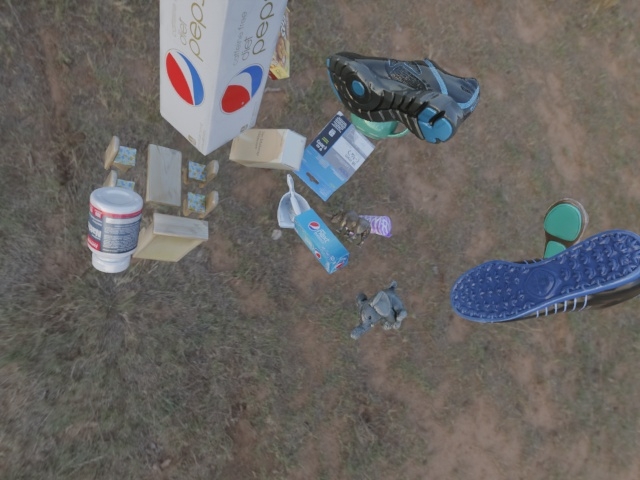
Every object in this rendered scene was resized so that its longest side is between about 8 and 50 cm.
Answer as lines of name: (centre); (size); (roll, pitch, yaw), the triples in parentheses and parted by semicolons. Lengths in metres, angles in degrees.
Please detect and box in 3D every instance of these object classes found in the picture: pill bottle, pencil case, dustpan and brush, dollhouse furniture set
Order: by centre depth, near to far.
pill bottle: (-0.471, -0.021, 0.995); (0.108, 0.108, 0.180); (6, 120, -25)
dollhouse furniture set: (-0.519, -0.156, 1.484); (0.362, 0.256, 0.393); (9, 66, -37)
dustpan and brush: (-0.103, -0.148, 1.615); (0.147, 0.060, 0.211); (2, 56, -34)
pencil case: (0.197, -0.060, 1.819); (0.086, 0.206, 0.088); (-27, 111, -38)

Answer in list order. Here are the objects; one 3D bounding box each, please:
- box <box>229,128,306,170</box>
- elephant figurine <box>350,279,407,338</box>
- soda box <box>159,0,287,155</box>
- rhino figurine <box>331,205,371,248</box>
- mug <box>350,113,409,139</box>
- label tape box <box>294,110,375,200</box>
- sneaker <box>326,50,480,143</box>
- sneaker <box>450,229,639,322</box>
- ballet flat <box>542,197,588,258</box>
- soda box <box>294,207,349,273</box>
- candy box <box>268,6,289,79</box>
box: (-0.222, -0.381, 1.816); (0.121, 0.311, 0.147); (14, 87, -53)
elephant figurine: (0.206, 0.260, 1.659); (0.240, 0.169, 0.186); (14, 34, -40)
soda box: (-0.084, -0.173, 0.364); (0.069, 0.216, 0.074); (43, 57, 7)
rhino figurine: (0.115, -0.068, 1.738); (0.073, 0.243, 0.106); (28, 99, -39)
mug: (0.151, -0.321, 1.146); (0.130, 0.157, 0.097); (10, 119, -30)
label tape box: (0.057, -0.385, 2.011); (0.241, 0.106, 0.333); (42, 76, -12)
sneaker: (0.160, -0.316, 0.905); (0.341, 0.125, 0.139); (35, 69, 26)
sneaker: (0.273, 0.057, 0.519); (0.091, 0.232, 0.081); (21, 61, -34)
ballet flat: (0.696, -0.031, 1.241); (0.106, 0.108, 0.316); (-45, 145, -20)
soda box: (0.000, 0.000, 1.378); (0.071, 0.067, 0.210); (-28, 61, -21)
candy box: (-0.199, -0.854, 1.795); (0.088, 0.183, 0.316); (-4, 80, 18)
